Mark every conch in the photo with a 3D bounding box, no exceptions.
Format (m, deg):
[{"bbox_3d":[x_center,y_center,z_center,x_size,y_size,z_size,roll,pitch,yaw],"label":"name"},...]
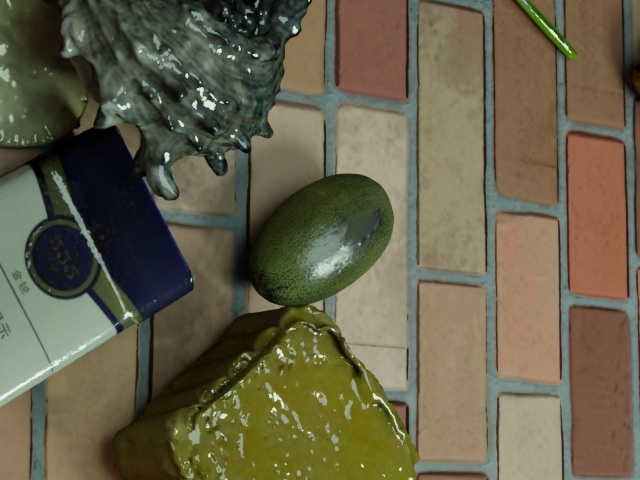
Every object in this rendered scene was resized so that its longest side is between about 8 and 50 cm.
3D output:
[{"bbox_3d":[-0.134,-0.185,1.552,0.240,0.186,0.313,28,56,-24],"label":"conch"}]

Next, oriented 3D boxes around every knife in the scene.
[{"bbox_3d":[0.210,-0.252,1.905,0.184,0.026,0.022,43,32,-24],"label":"knife"}]

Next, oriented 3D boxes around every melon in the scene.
[{"bbox_3d":[0.000,0.000,1.672,0.162,0.099,0.099,-38,104,-32],"label":"melon"}]

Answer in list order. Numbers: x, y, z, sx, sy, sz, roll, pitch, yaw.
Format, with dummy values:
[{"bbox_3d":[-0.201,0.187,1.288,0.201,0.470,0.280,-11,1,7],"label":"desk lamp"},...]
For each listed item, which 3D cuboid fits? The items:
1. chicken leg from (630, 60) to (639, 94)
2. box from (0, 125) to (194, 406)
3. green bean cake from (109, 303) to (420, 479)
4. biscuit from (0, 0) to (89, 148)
[{"bbox_3d":[0.421,-0.189,2.013,0.207,0.085,0.101,-7,75,-44],"label":"chicken leg"},{"bbox_3d":[-0.244,0.028,1.511,0.259,0.071,0.168,-33,101,-33],"label":"box"},{"bbox_3d":[-0.046,0.198,1.588,0.229,0.131,0.224,-42,108,-35],"label":"green bean cake"},{"bbox_3d":[-0.262,-0.150,1.558,0.152,0.020,0.152,6,80,-35],"label":"biscuit"}]
